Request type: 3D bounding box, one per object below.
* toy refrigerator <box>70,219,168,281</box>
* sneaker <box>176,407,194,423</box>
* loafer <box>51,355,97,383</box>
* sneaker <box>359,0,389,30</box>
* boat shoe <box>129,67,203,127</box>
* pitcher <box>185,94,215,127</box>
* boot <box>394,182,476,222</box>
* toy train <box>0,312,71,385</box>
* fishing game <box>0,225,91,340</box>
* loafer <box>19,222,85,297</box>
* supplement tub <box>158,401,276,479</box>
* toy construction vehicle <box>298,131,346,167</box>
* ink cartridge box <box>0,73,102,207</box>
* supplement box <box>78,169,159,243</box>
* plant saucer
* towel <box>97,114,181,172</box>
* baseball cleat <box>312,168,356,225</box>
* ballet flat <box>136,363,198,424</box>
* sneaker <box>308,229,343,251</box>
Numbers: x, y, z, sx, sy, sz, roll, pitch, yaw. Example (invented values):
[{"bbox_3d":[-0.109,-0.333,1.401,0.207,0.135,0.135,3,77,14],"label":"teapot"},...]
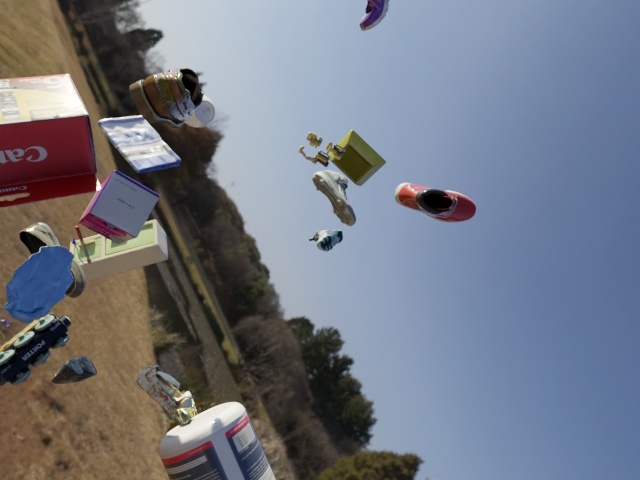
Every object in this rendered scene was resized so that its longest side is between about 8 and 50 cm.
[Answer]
[{"bbox_3d":[-0.612,0.030,1.602,0.094,0.269,0.102,76,-1,-56],"label":"toy refrigerator"},{"bbox_3d":[-0.284,0.369,1.128,0.083,0.035,0.031,-21,-101,63],"label":"sneaker"},{"bbox_3d":[-0.645,0.344,1.387,0.062,0.061,0.170,55,-7,13],"label":"loafer"},{"bbox_3d":[0.132,-0.600,1.305,0.071,0.170,0.068,25,-4,-34],"label":"sneaker"},{"bbox_3d":[-0.295,-0.304,1.116,0.307,0.104,0.111,-98,165,-70],"label":"boat shoe"},{"bbox_3d":[-0.496,-0.517,1.994,0.207,0.125,0.178,24,-30,49],"label":"pitcher"},{"bbox_3d":[0.339,-0.090,1.392,0.176,0.244,0.089,-152,-106,-68],"label":"boot"},{"bbox_3d":[-1.093,0.399,1.962,0.190,0.334,0.142,-2,-54,40],"label":"toy train"},{"bbox_3d":[-0.617,0.091,1.161,0.041,0.264,0.189,24,-38,14],"label":"fishing game"},{"bbox_3d":[-0.761,0.061,1.480,0.251,0.094,0.087,49,14,6],"label":"loafer"},{"bbox_3d":[-0.196,0.492,1.079,0.272,0.191,0.191,66,-12,4],"label":"supplement tub"},{"bbox_3d":[0.001,-0.212,1.270,0.098,0.035,0.086,30,-24,-9],"label":"toy construction vehicle"},{"bbox_3d":[-0.584,-0.182,0.955,0.272,0.309,0.130,49,-37,40],"label":"ink cartridge box"},{"bbox_3d":[-0.469,-0.071,1.219,0.111,0.114,0.220,32,-18,-24],"label":"supplement box"},{"bbox_3d":[0.135,-0.316,2.109,0.188,0.045,0.188,43,-41,-5],"label":"plant saucer"},{"bbox_3d":[-0.690,-0.374,2.021,0.285,0.209,0.034,48,-52,16],"label":"towel"},{"bbox_3d":[0.064,-0.142,1.628,0.206,0.109,0.072,54,-36,11],"label":"baseball cleat"},{"bbox_3d":[-0.420,0.447,1.508,0.241,0.077,0.091,48,8,-17],"label":"ballet flat"},{"bbox_3d":[0.000,0.000,1.178,0.069,0.098,0.038,2,-77,31],"label":"sneaker"}]
